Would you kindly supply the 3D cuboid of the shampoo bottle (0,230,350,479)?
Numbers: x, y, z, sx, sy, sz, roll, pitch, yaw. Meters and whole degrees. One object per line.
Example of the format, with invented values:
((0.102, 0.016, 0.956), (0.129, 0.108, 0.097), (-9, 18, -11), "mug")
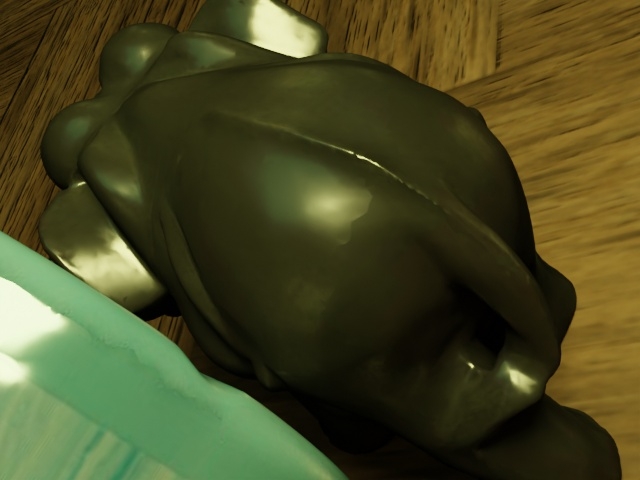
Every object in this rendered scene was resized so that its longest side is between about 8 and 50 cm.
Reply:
((-0.198, 0.186, 0.431), (0.331, 0.331, 0.342), (15, 66, 47), "shampoo bottle")

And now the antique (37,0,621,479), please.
((0.000, 0.000, 0.482), (0.322, 0.255, 0.185), (17, 71, 50), "antique")
